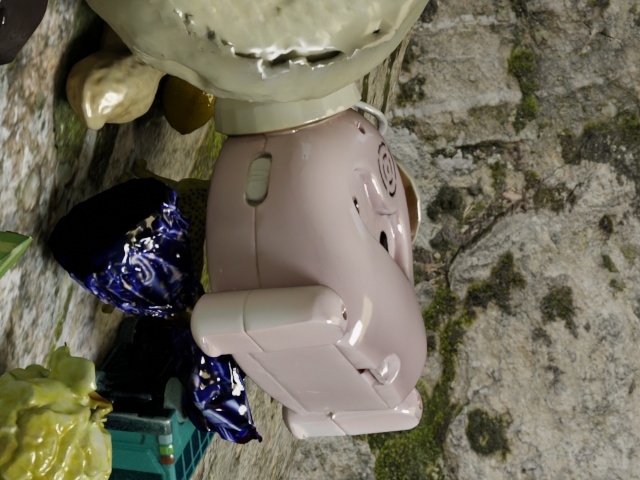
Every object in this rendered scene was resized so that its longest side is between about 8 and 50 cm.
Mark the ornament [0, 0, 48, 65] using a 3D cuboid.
[{"bbox_3d":[-0.220,-0.238,1.000,0.260,0.106,0.251,-35,141,-83],"label":"ornament"}]

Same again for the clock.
[{"bbox_3d":[0.000,0.000,1.464,0.342,0.184,0.326,61,26,-57],"label":"clock"}]

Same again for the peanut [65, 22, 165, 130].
[{"bbox_3d":[-0.181,-0.161,1.347,0.187,0.082,0.082,-64,164,-47],"label":"peanut"}]

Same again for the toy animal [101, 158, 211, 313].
[{"bbox_3d":[-0.155,0.004,1.541,0.073,0.136,0.181,-19,123,-79],"label":"toy animal"}]

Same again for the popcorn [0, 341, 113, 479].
[{"bbox_3d":[-0.247,0.180,1.277,0.162,0.141,0.135,-37,174,4],"label":"popcorn"}]

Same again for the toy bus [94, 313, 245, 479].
[{"bbox_3d":[-0.178,0.176,1.636,0.256,0.128,0.147,-60,152,-60],"label":"toy bus"}]

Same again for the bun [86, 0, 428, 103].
[{"bbox_3d":[-0.057,-0.286,1.283,0.211,0.359,0.360,1,-105,67],"label":"bun"}]

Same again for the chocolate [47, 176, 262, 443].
[{"bbox_3d":[-0.135,0.079,1.450,0.126,0.148,0.343,-40,132,-9],"label":"chocolate"}]

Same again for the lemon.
[{"bbox_3d":[-0.142,-0.161,1.599,0.065,0.065,0.092,-37,149,-75],"label":"lemon"}]

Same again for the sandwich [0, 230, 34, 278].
[{"bbox_3d":[-0.273,0.050,1.121,0.074,0.074,0.116,-52,153,-66],"label":"sandwich"}]
